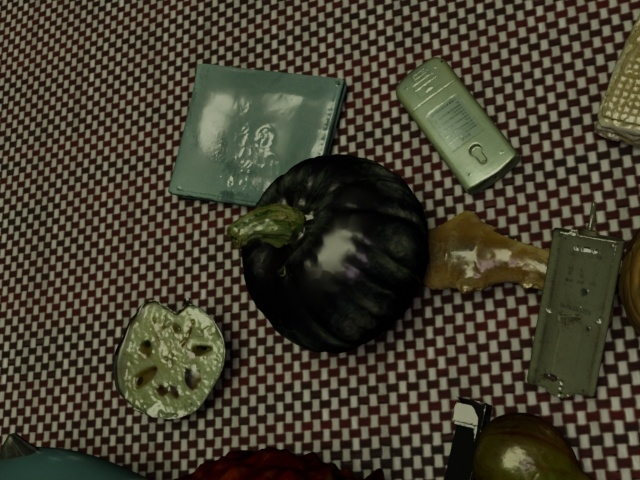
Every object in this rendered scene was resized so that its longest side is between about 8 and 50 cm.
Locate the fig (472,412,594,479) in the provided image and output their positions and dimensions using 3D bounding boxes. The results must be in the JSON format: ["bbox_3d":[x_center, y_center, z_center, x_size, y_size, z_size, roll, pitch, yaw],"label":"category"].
[{"bbox_3d":[0.311,0.313,1.075,0.236,0.124,0.124,27,85,16],"label":"fig"}]

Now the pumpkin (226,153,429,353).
[{"bbox_3d":[0.000,0.000,1.204,0.296,0.296,0.295,-7,71,21],"label":"pumpkin"}]

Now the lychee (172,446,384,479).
[{"bbox_3d":[-0.050,0.456,1.023,0.425,0.500,0.424,16,121,28],"label":"lychee"}]

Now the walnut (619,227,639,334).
[{"bbox_3d":[0.484,0.043,1.028,0.228,0.228,0.227,-7,71,21],"label":"walnut"}]

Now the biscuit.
[{"bbox_3d":[0.532,-0.328,1.195,0.144,0.078,0.425,20,82,29],"label":"biscuit"}]

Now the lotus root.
[{"bbox_3d":[-0.237,0.192,1.368,0.183,0.078,0.203,36,97,15],"label":"lotus root"}]

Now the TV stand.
[{"bbox_3d":[0.185,0.348,1.151,0.049,0.040,0.256,10,78,26],"label":"TV stand"}]

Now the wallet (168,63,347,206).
[{"bbox_3d":[-0.114,-0.176,1.444,0.291,0.054,0.251,11,82,21],"label":"wallet"}]

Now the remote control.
[{"bbox_3d":[0.212,-0.184,1.311,0.098,0.038,0.233,-36,64,10],"label":"remote control"}]

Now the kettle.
[{"bbox_3d":[-0.410,0.473,1.283,0.342,0.247,0.319,13,105,34],"label":"kettle"}]

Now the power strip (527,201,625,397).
[{"bbox_3d":[0.343,0.080,1.113,0.092,0.034,0.267,10,101,16],"label":"power strip"}]

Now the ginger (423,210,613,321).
[{"bbox_3d":[0.274,0.048,1.189,0.295,0.086,0.131,24,68,23],"label":"ginger"}]
